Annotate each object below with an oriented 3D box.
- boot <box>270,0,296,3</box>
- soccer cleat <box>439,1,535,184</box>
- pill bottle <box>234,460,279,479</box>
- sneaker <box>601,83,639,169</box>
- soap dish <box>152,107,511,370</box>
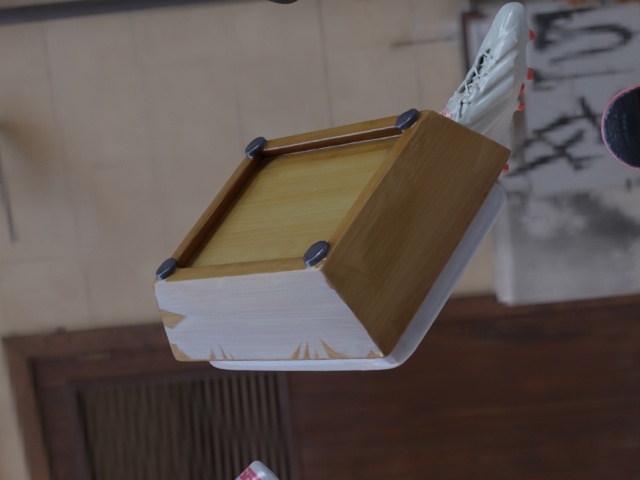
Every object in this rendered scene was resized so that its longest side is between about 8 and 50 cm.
[{"bbox_3d":[-0.091,-0.346,1.574,0.176,0.244,0.088,-11,45,60],"label":"boot"},{"bbox_3d":[0.145,-0.124,1.350,0.068,0.076,0.196,-95,16,-72],"label":"soccer cleat"},{"bbox_3d":[-0.096,0.329,1.634,0.087,0.160,0.087,44,173,7],"label":"pill bottle"},{"bbox_3d":[0.468,-0.154,1.592,0.136,0.314,0.116,-31,-67,-61],"label":"sneaker"},{"bbox_3d":[0.000,0.000,1.281,0.118,0.291,0.229,49,-122,-25],"label":"soap dish"}]
